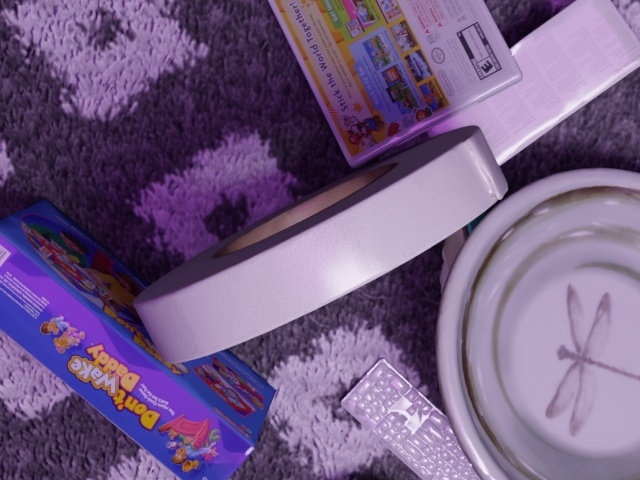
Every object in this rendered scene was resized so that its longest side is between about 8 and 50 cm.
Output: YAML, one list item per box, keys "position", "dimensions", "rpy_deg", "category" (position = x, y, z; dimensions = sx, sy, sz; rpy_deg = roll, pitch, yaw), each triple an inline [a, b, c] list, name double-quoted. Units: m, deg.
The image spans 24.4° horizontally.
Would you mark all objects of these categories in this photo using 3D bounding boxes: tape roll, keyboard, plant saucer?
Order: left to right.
- position: [0.000, 0.000, 1.475]
  dimensions: [0.392, 0.392, 0.072]
  rpy_deg: [-27, 95, 8]
  category: "tape roll"
- position: [0.140, 0.245, 1.690]
  dimensions: [0.256, 0.014, 0.072]
  rpy_deg: [43, 99, -3]
  category: "keyboard"
- position: [0.296, 0.127, 1.559]
  dimensions: [0.400, 0.100, 0.401]
  rpy_deg: [3, 78, -15]
  category: "plant saucer"

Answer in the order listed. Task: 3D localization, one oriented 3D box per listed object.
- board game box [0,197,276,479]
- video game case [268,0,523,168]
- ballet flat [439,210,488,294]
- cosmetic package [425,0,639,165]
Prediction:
- position: [-0.212, 0.106, 1.583]
  dimensions: [0.347, 0.233, 0.078]
  rpy_deg: [40, 99, -2]
  category: "board game box"
- position: [0.075, -0.223, 1.586]
  dimensions: [0.206, 0.026, 0.227]
  rpy_deg: [-28, 80, 10]
  category: "video game case"
- position: [0.176, 0.067, 1.632]
  dimensions: [0.086, 0.086, 0.248]
  rpy_deg: [-23, 97, 7]
  category: "ballet flat"
- position: [0.228, -0.165, 1.598]
  dimensions: [0.239, 0.060, 0.099]
  rpy_deg: [-35, 90, 8]
  category: "cosmetic package"
